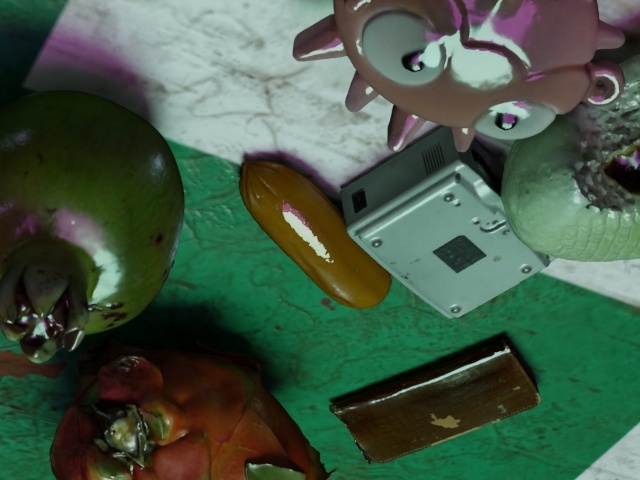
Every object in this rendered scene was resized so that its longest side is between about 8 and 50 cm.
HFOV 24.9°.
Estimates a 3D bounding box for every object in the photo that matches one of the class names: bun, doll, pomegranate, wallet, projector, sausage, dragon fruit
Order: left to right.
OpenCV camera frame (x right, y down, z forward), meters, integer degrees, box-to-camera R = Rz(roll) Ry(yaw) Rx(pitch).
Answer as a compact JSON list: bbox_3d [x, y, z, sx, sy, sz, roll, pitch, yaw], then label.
[{"bbox_3d":[-0.183,-0.015,0.999,0.179,0.210,0.179,0,95,-1],"label":"pomegranate"},{"bbox_3d":[-0.121,0.190,1.207,0.227,0.224,0.224,24,128,-37],"label":"dragon fruit"},{"bbox_3d":[0.000,0.000,1.138,0.062,0.054,0.183,-28,130,19],"label":"sausage"},{"bbox_3d":[0.107,0.148,1.326,0.176,0.026,0.095,-24,128,16],"label":"wallet"},{"bbox_3d":[0.086,-0.153,0.959,0.262,0.093,0.211,30,125,-17],"label":"doll"},{"bbox_3d":[0.104,-0.010,1.138,0.115,0.061,0.147,-33,132,22],"label":"projector"},{"bbox_3d":[0.237,-0.062,1.048,0.213,0.126,0.204,0,160,-19],"label":"bun"}]
